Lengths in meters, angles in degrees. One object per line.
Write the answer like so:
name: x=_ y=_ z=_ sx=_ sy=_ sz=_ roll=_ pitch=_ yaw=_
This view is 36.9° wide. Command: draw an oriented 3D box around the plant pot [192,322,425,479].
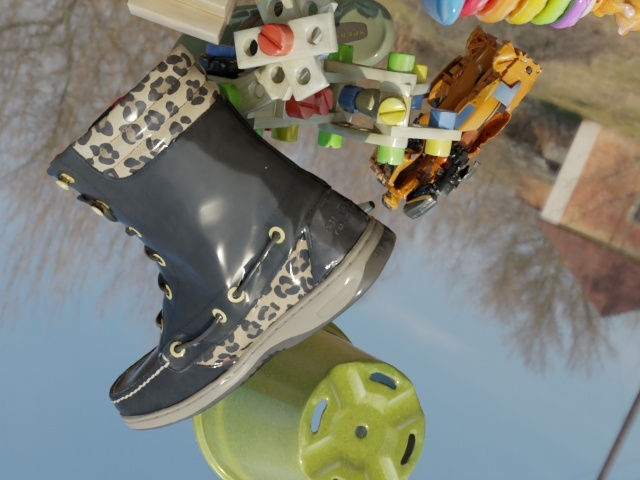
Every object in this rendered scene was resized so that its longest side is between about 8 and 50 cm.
plant pot: x=-0.001 y=0.233 z=1.278 sx=0.276 sy=0.276 sz=0.254 roll=17 pitch=172 yaw=-25

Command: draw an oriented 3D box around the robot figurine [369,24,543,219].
robot figurine: x=0.178 y=-0.166 z=1.388 sx=0.085 sy=0.291 sz=0.211 roll=36 pitch=-170 yaw=-25

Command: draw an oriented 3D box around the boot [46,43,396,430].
boot: x=-0.148 y=0.011 z=0.946 sx=0.284 sy=0.377 sz=0.138 roll=46 pitch=-146 yaw=-14

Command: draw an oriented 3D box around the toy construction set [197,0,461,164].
toy construction set: x=-0.003 y=-0.153 z=0.993 sx=0.215 sy=0.151 sz=0.327 roll=16 pitch=-179 yaw=28

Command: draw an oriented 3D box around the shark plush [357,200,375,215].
shark plush: x=0.000 y=0.000 z=1.151 sx=0.161 sy=0.067 sz=0.073 roll=-16 pitch=174 yaw=21

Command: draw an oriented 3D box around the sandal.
sandal: x=-0.057 y=-0.256 z=1.235 sx=0.302 sy=0.120 sz=0.086 roll=-12 pitch=-174 yaw=10

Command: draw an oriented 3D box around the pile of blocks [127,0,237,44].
pile of blocks: x=-0.199 y=-0.320 z=0.796 sx=0.362 sy=0.149 sz=0.112 roll=45 pitch=170 yaw=5

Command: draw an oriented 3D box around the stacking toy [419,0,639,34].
stacking toy: x=0.284 y=-0.325 z=1.188 sx=0.301 sy=0.175 sz=0.166 roll=14 pitch=-157 yaw=-14
